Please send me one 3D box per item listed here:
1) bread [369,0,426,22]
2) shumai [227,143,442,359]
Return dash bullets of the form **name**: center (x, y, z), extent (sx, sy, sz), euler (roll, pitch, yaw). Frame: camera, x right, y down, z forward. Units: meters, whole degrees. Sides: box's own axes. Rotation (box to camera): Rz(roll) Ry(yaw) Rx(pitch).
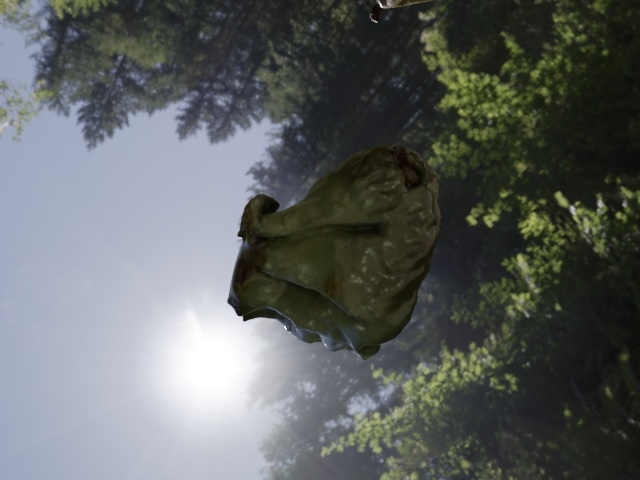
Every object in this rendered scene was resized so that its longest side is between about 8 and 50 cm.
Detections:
- **bread**: center (0.071, -0.317, 0.503), extent (0.274, 0.149, 0.274), euler (-15, -90, -70)
- **shumai**: center (0.002, -0.006, 0.526), extent (0.142, 0.184, 0.184), euler (21, -135, -13)
